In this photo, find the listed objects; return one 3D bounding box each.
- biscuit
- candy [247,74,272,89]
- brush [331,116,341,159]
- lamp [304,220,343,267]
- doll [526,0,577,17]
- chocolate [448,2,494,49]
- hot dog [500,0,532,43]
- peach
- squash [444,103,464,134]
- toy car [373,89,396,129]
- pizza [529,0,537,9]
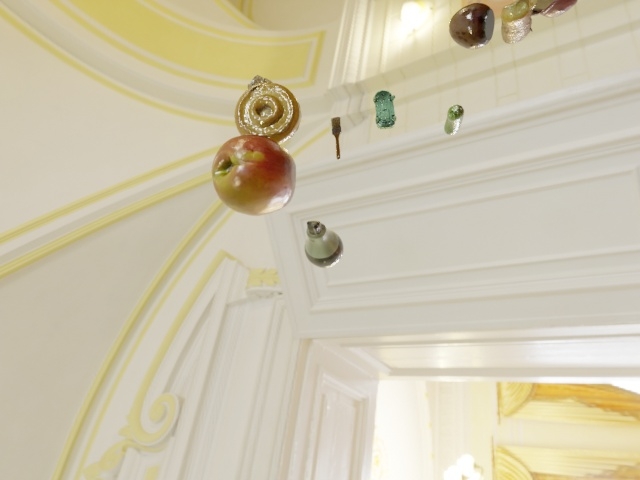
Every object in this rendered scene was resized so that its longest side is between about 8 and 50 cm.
[{"bbox_3d":[-0.232,-0.551,1.991,0.102,0.297,0.295,72,-165,-78],"label":"biscuit"},{"bbox_3d":[-0.287,-0.736,2.184,0.110,0.095,0.085,30,-161,-5],"label":"candy"},{"bbox_3d":[0.065,-0.399,1.800,0.043,0.014,0.169,-19,-59,-24],"label":"brush"},{"bbox_3d":[-0.013,-0.001,2.071,0.313,0.182,0.181,52,-139,-44],"label":"lamp"},{"bbox_3d":[0.728,-0.842,1.518,0.256,0.196,0.152,18,-86,-18],"label":"doll"},{"bbox_3d":[0.589,-0.836,1.792,0.177,0.177,0.176,23,-118,-55],"label":"chocolate"},{"bbox_3d":[0.522,-0.577,1.225,0.286,0.088,0.061,-24,-82,-60],"label":"hot dog"},{"bbox_3d":[-0.229,-0.227,1.665,0.333,0.308,0.307,25,-120,-49],"label":"peach"},{"bbox_3d":[0.576,-0.521,1.971,0.068,0.077,0.219,60,-177,15],"label":"squash"},{"bbox_3d":[0.272,-0.549,1.928,0.058,0.094,0.185,75,-168,-68],"label":"toy car"},{"bbox_3d":[0.432,-0.510,0.920,0.037,0.016,0.083,-79,-10,-64],"label":"pizza"}]
